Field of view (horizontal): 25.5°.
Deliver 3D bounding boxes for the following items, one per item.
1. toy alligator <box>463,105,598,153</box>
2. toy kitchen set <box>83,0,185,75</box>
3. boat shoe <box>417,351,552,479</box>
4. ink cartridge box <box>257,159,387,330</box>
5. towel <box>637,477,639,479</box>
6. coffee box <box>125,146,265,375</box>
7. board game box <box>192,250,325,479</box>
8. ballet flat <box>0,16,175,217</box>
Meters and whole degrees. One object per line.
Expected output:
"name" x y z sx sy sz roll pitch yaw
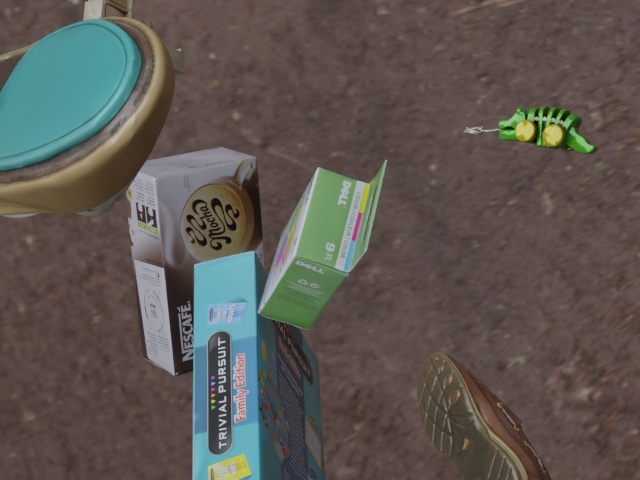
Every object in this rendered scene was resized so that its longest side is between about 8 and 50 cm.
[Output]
"toy alligator" 0.270 -0.149 1.809 0.190 0.056 0.051 13 93 35
"toy kitchen set" -0.128 -0.157 1.062 0.075 0.068 0.083 -7 74 35
"boat shoe" 0.141 0.168 1.231 0.064 0.060 0.178 -61 40 26
"ink cartridge box" 0.000 0.000 1.453 0.062 0.109 0.209 20 151 -7
"towel" 0.502 0.335 1.328 0.040 0.370 0.271 -64 25 -8
"coffee box" -0.178 0.028 2.060 0.119 0.168 0.297 21 118 56
"board game box" -0.066 0.223 1.599 0.079 0.254 0.336 -13 52 11
"ballet flat" -0.117 -0.042 0.585 0.232 0.073 0.080 1 62 48
